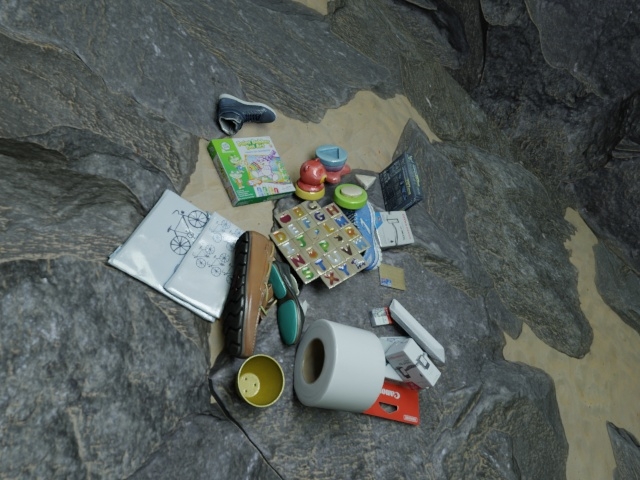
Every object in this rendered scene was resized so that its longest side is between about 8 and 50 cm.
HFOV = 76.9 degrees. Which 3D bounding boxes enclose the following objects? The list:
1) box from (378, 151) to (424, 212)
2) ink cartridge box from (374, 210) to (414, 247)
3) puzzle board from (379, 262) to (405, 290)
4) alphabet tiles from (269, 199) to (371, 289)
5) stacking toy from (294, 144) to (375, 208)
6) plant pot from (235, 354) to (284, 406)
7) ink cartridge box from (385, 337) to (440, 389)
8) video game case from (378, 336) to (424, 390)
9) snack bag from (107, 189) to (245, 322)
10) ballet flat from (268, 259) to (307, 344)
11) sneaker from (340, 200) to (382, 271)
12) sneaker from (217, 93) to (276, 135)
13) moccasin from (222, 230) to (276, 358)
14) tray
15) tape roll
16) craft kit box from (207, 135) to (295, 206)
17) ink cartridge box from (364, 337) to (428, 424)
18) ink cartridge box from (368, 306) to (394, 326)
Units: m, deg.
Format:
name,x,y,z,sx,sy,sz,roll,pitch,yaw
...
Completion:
name,x,y,z,sx,sy,sz,roll,pitch,yaw
box,0.352,-0.243,1.778,0.059,0.183,0.232,10,59,-30
ink cartridge box,0.275,-0.040,1.667,0.203,0.086,0.148,-7,77,-37
puzzle board,0.288,0.147,1.630,0.128,0.011,0.096,15,59,-27
alphabet tiles,0.000,0.000,1.412,0.285,0.011,0.342,-28,65,-23
stacking toy,0.072,-0.263,1.548,0.280,0.130,0.309,19,42,10
plant pot,-0.181,0.391,1.108,0.134,0.095,0.134,17,56,-27
ink cartridge box,0.297,0.404,1.318,0.150,0.109,0.063,50,52,1
video game case,0.308,0.442,1.469,0.202,0.023,0.183,7,61,-32
snack bag,-0.388,0.028,1.208,0.343,0.037,0.323,34,51,-14
ballet flat,-0.094,0.190,1.288,0.096,0.095,0.280,3,63,-47
sneaker,0.136,-0.049,1.533,0.147,0.130,0.329,16,54,-54
sneaker,-0.275,-0.452,1.513,0.226,0.086,0.163,9,49,-20
moccasin,-0.196,0.158,1.191,0.147,0.139,0.379,24,48,-33
tray,0.354,0.337,1.505,0.270,0.030,0.145,45,16,7
tape roll,0.049,0.368,1.184,0.169,0.246,0.246,20,55,-26
craft kit box,-0.245,-0.256,1.457,0.250,0.061,0.246,-17,73,-40
ink cartridge box,0.245,0.469,1.359,0.275,0.060,0.238,22,53,-23
ink cartridge box,0.235,0.283,1.503,0.115,0.029,0.062,1,64,-34
